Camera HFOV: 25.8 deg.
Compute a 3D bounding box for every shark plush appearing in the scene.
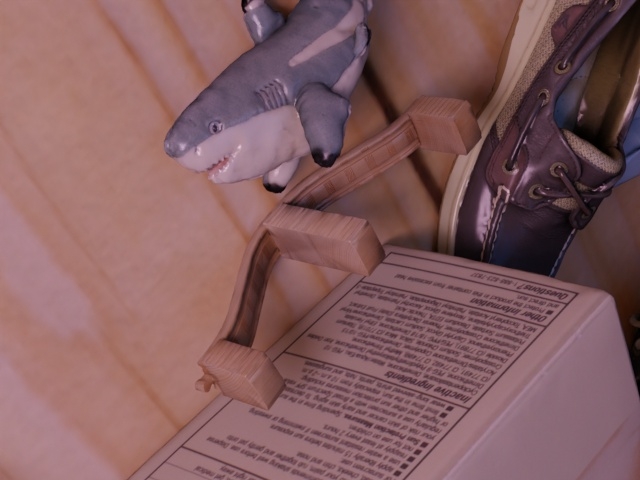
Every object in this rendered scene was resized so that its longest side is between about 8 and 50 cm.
[{"bbox_3d":[-0.009,-0.095,0.630,0.067,0.073,0.161,28,84,-16],"label":"shark plush"}]

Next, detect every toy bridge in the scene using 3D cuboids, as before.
[{"bbox_3d":[0.000,0.000,0.653,0.188,0.063,0.026,-50,131,-26],"label":"toy bridge"}]

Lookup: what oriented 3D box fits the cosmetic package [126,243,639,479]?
[{"bbox_3d":[0.008,0.144,0.638,0.296,0.153,0.129,-40,126,-30],"label":"cosmetic package"}]

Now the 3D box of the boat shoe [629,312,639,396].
[{"bbox_3d":[0.248,0.070,0.909,0.335,0.121,0.119,-54,126,-36],"label":"boat shoe"}]

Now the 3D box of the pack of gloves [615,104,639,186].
[{"bbox_3d":[0.217,-0.147,0.867,0.232,0.046,0.195,-21,115,-30],"label":"pack of gloves"}]

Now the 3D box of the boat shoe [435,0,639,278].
[{"bbox_3d":[0.128,-0.050,0.754,0.080,0.073,0.223,15,94,-39],"label":"boat shoe"}]
